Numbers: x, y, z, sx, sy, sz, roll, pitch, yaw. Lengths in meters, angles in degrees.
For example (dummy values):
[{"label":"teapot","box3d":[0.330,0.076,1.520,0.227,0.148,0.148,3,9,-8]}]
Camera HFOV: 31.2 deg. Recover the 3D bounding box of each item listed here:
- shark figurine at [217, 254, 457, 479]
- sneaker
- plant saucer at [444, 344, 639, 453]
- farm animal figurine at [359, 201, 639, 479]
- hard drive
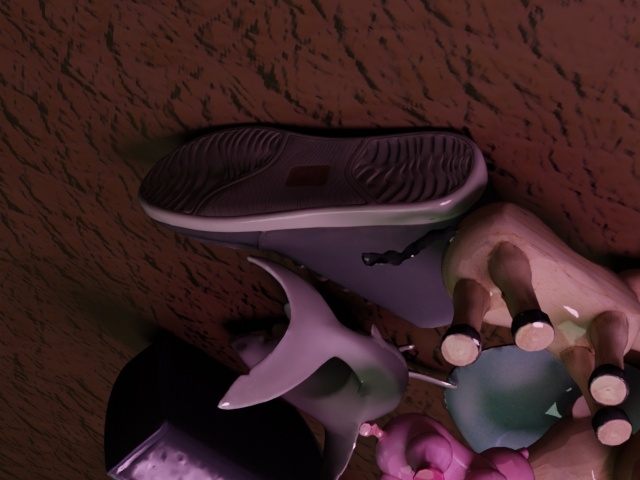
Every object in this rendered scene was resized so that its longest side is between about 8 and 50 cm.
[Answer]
[{"label":"shark figurine","box3d":[0.009,0.106,0.737,0.166,0.116,0.278,21,169,-1]},{"label":"sneaker","box3d":[0.000,0.000,0.693,0.222,0.083,0.118,4,139,26]},{"label":"plant saucer","box3d":[0.177,0.147,0.815,0.195,0.037,0.195,16,144,12]},{"label":"farm animal figurine","box3d":[0.191,0.126,0.659,0.327,0.172,0.330,1,120,6]},{"label":"hard drive","box3d":[-0.071,0.146,0.834,0.172,0.054,0.254,33,-176,-10]}]
